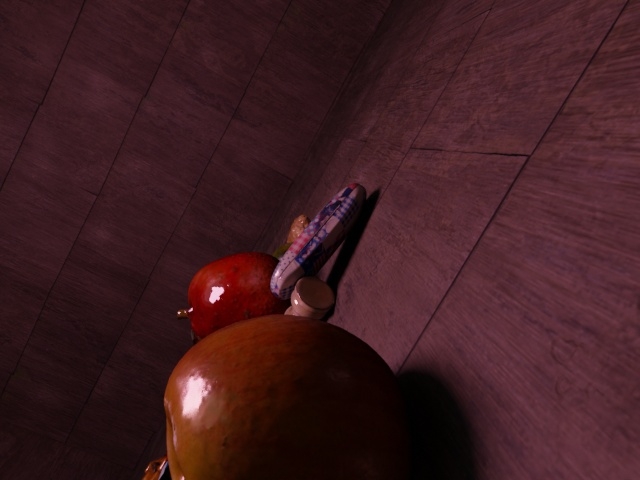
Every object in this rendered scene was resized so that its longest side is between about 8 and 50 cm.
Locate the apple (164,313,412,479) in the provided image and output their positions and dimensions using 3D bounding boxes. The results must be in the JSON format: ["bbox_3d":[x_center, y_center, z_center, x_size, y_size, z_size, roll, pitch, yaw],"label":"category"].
[{"bbox_3d":[-0.052,0.218,0.537,0.302,0.301,0.302,-58,12,20],"label":"apple"}]

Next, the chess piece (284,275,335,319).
[{"bbox_3d":[-0.045,0.169,1.066,0.171,0.094,0.094,-59,12,34],"label":"chess piece"}]

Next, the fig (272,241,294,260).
[{"bbox_3d":[-0.071,0.055,1.385,0.156,0.123,0.123,-50,2,-39],"label":"fig"}]

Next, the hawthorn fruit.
[{"bbox_3d":[-0.213,0.160,1.234,0.265,0.306,0.266,176,90,-83],"label":"hawthorn fruit"}]

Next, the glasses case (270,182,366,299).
[{"bbox_3d":[0.000,0.000,1.113,0.327,0.076,0.125,-51,-18,-17],"label":"glasses case"}]

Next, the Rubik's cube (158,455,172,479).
[{"bbox_3d":[-0.160,0.358,0.881,0.182,0.187,0.184,-56,15,26],"label":"Rubik's cube"}]

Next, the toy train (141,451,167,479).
[{"bbox_3d":[-0.352,0.599,1.248,0.232,0.163,0.369,-60,8,-34],"label":"toy train"}]

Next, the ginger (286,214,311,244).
[{"bbox_3d":[-0.091,0.048,1.571,0.131,0.086,0.295,-101,31,-58],"label":"ginger"}]

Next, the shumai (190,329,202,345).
[{"bbox_3d":[-0.327,0.292,1.719,0.222,0.203,0.272,-42,19,57],"label":"shumai"}]
